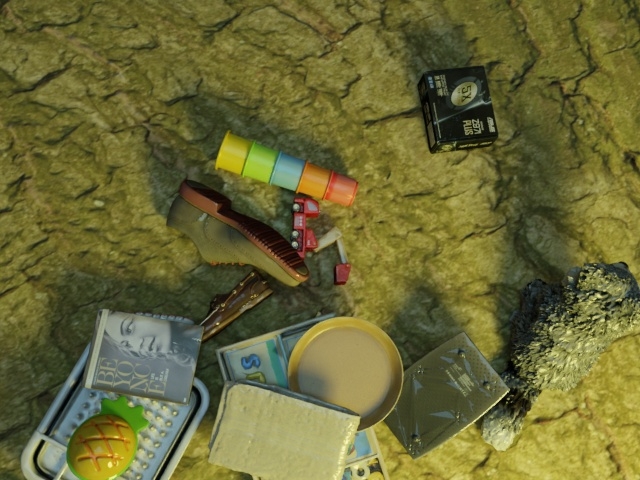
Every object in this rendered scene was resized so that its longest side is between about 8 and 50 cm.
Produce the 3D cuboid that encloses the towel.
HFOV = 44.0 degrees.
[{"bbox_3d":[-0.079,0.393,1.583,0.283,0.049,0.187,16,96,6],"label":"towel"}]

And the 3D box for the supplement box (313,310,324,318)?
[{"bbox_3d":[0.015,0.200,1.724,0.083,0.043,0.055,30,77,1],"label":"supplement box"}]

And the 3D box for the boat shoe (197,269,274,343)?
[{"bbox_3d":[-0.201,0.144,1.705,0.207,0.073,0.073,-37,85,-19],"label":"boat shoe"}]

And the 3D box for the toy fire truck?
[{"bbox_3d":[0.000,0.000,1.764,0.135,0.047,0.191,3,77,-5],"label":"toy fire truck"}]

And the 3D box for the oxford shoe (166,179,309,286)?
[{"bbox_3d":[-0.181,0.009,1.714,0.348,0.123,0.130,36,104,16],"label":"oxford shoe"}]

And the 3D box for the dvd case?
[{"bbox_3d":[-0.363,0.238,1.624,0.222,0.018,0.164,10,77,-1],"label":"dvd case"}]

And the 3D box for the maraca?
[{"bbox_3d":[-0.415,0.389,1.551,0.127,0.099,0.185,30,50,-1],"label":"maraca"}]

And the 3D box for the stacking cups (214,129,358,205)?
[{"bbox_3d":[-0.074,-0.149,1.776,0.317,0.096,0.095,20,77,-5],"label":"stacking cups"}]

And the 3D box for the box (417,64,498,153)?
[{"bbox_3d":[0.318,-0.303,1.841,0.148,0.077,0.180,-7,79,-7],"label":"box"}]

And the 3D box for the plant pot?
[{"bbox_3d":[0.050,0.274,1.625,0.237,0.032,0.236,0,84,-3],"label":"plant pot"}]

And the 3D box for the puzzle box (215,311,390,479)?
[{"bbox_3d":[-0.036,0.379,1.653,0.272,0.052,0.408,-18,85,-3],"label":"puzzle box"}]

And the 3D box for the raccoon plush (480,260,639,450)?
[{"bbox_3d":[0.516,0.242,1.630,0.216,0.299,0.446,20,77,-1],"label":"raccoon plush"}]

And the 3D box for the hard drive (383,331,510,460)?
[{"bbox_3d":[0.252,0.327,1.680,0.255,0.054,0.172,-39,83,8],"label":"hard drive"}]

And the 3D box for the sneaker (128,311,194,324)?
[{"bbox_3d":[-0.356,0.197,1.681,0.171,0.063,0.074,5,71,-9],"label":"sneaker"}]

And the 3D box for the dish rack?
[{"bbox_3d":[-0.414,0.390,1.631,0.286,0.072,0.332,28,77,2],"label":"dish rack"}]
